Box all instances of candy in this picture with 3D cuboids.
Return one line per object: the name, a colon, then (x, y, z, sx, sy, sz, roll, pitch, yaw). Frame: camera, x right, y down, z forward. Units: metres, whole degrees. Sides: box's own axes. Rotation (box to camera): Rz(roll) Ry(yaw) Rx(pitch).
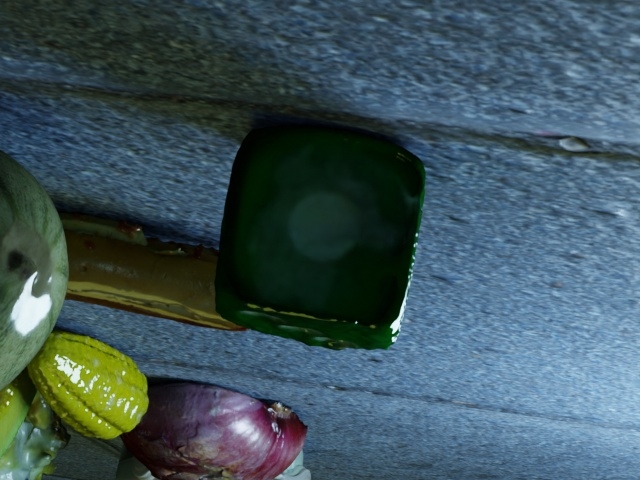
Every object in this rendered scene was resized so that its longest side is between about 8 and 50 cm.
candy: (-0.276, 0.155, 2.119, 0.094, 0.106, 0.199, -13, 153, 18)

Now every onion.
onion: (-0.164, 0.259, 2.406, 0.283, 0.120, 0.227, -3, 156, 43)

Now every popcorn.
popcorn: (-0.419, 0.257, 2.492, 0.212, 0.198, 0.198, -34, 146, 20)

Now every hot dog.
hot dog: (-0.163, 0.021, 1.583, 0.250, 0.076, 0.104, 14, -175, 1)

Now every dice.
dice: (0.000, 0.000, 1.257, 0.128, 0.131, 0.120, 9, 168, 1)

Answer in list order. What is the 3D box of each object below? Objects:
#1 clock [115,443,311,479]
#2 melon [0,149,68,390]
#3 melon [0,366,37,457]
clock: (-0.141, 0.322, 2.655, 0.265, 0.108, 0.324, 15, 165, -11)
melon: (-0.337, 0.027, 1.372, 0.329, 0.248, 0.248, -9, 158, 33)
melon: (-0.405, 0.153, 2.044, 0.129, 0.169, 0.265, 11, 161, 9)
